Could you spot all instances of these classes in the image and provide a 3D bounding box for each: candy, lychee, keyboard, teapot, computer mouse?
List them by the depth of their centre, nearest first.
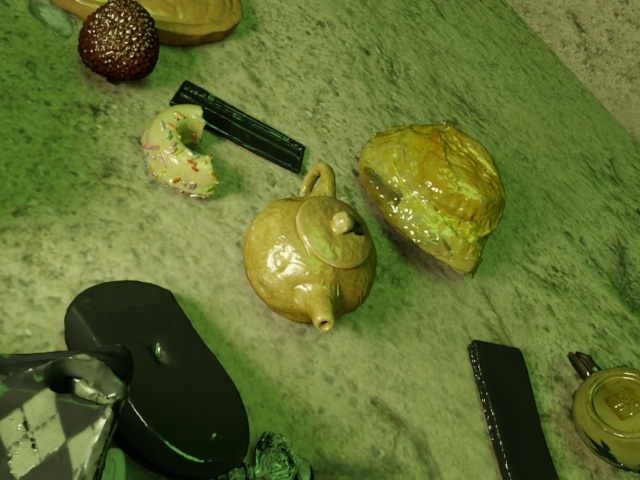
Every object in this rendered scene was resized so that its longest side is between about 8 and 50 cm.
[{"bbox_3d":[-0.108,0.274,0.588,0.226,0.051,0.094,0,62,-34],"label":"candy"},{"bbox_3d":[-0.186,0.160,0.590,0.137,0.086,0.270,-5,46,-51],"label":"computer mouse"},{"bbox_3d":[0.000,0.000,0.779,0.203,0.167,0.311,19,49,-21],"label":"teapot"},{"bbox_3d":[-0.314,-0.313,0.830,0.123,0.123,0.129,7,91,-30],"label":"lychee"},{"bbox_3d":[-0.141,-0.198,0.934,0.250,0.017,0.087,27,46,-17],"label":"keyboard"},{"bbox_3d":[0.540,0.317,0.943,0.183,0.173,0.269,55,5,-39],"label":"teapot"}]

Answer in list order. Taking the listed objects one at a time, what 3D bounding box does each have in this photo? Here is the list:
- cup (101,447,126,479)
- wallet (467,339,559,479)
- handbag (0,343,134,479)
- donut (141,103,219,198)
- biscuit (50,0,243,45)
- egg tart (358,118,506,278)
[{"bbox_3d":[-0.255,0.223,0.486,0.133,0.099,0.136,12,64,-26],"label":"cup"},{"bbox_3d":[0.324,0.290,0.888,0.124,0.025,0.244,14,50,-26],"label":"wallet"},{"bbox_3d":[-0.347,0.158,0.316,0.415,0.180,0.317,22,90,-12],"label":"handbag"},{"bbox_3d":[-0.217,-0.147,0.810,0.108,0.065,0.166,7,55,-30],"label":"donut"},{"bbox_3d":[-0.342,-0.518,0.999,0.385,0.062,0.365,-12,65,-39],"label":"biscuit"},{"bbox_3d":[0.235,-0.122,1.045,0.339,0.153,0.351,41,44,2],"label":"egg tart"}]
